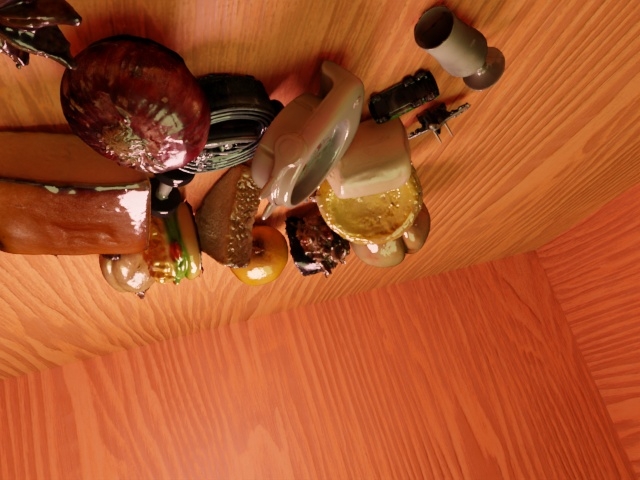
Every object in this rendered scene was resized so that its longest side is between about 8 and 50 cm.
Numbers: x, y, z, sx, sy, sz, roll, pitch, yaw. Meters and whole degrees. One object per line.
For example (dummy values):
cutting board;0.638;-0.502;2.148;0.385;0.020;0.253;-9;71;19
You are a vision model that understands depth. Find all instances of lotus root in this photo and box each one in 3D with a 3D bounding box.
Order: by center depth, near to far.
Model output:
lotus root;-0.577;0.078;1.649;0.154;0.140;0.257;-4;151;0

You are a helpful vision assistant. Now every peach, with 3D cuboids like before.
peach;0.230;-0.047;1.847;0.292;0.247;0.292;-14;140;-12

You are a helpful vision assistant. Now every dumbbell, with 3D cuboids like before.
dumbbell;-0.360;-0.136;1.283;0.100;0.100;0.191;-6;158;-31

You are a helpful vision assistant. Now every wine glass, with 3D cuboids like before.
wine glass;0.289;-0.395;1.128;0.103;0.103;0.231;-30;154;34

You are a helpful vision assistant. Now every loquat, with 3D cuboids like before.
loquat;-0.208;0.046;1.798;0.208;0.208;0.208;-16;162;-5

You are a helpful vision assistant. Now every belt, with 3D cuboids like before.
belt;-0.197;-0.234;1.119;0.267;0.116;0.206;-19;158;-10

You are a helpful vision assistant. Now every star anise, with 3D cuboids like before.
star anise;-0.434;-0.326;0.705;0.272;0.102;0.272;11;162;4

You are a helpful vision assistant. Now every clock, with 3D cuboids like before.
clock;-0.038;-0.194;1.151;0.324;0.109;0.265;-52;172;-16

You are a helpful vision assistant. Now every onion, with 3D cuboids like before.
onion;-0.306;-0.227;0.919;0.246;0.190;0.246;6;140;5

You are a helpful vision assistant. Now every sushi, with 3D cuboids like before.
sushi;0.005;-0.002;1.808;0.219;0.238;0.225;-27;178;11

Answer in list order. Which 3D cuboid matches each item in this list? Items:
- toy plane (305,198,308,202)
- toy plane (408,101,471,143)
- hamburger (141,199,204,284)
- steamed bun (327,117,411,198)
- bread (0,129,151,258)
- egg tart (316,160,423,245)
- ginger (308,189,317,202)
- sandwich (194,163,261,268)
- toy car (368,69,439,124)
toy plane;-0.077;-0.195;1.391;0.060;0.096;0.235;-21;144;3
toy plane;0.290;-0.304;1.389;0.192;0.088;0.262;-27;174;20
hamburger;-0.414;0.007;1.476;0.149;0.237;0.237;-11;161;-20
steamed bun;0.112;-0.198;1.381;0.225;0.200;0.170;-13;145;0
bread;-0.528;-0.082;1.153;0.324;0.143;0.333;-1;155;-18
egg tart;0.140;-0.136;1.576;0.315;0.315;0.120;-23;-159;16
ginger;0.051;-0.140;1.686;0.162;0.073;0.103;-4;157;-32
sandwich;-0.259;-0.086;1.501;0.100;0.288;0.254;4;-163;-34
toy car;0.195;-0.331;1.280;0.165;0.071;0.062;-24;175;17
